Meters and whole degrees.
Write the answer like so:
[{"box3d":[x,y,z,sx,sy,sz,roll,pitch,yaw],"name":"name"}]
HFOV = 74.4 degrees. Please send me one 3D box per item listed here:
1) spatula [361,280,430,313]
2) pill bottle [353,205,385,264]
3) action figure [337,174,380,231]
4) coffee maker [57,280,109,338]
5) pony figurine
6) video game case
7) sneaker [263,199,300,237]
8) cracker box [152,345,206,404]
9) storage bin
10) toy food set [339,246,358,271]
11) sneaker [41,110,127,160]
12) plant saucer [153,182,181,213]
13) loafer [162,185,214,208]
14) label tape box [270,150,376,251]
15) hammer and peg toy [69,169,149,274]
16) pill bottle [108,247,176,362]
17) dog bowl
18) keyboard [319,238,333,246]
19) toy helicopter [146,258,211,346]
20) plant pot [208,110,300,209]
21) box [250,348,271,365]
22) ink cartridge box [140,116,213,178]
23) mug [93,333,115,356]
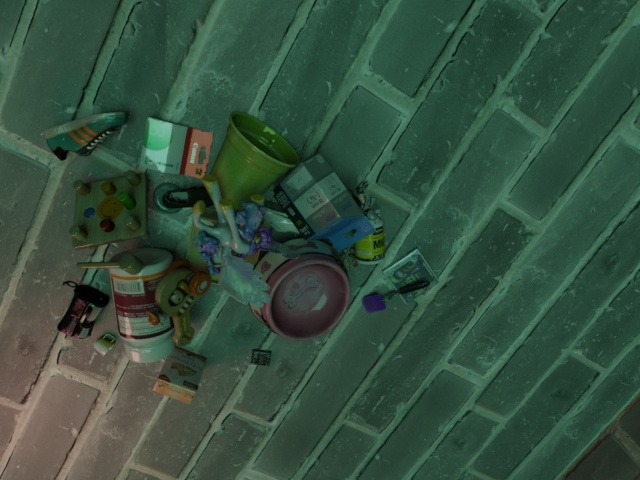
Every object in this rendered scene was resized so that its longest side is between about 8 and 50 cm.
[{"box3d":[0.313,0.226,1.750,0.296,0.030,0.084,-25,108,13],"name":"spatula"},{"box3d":[0.186,-0.023,1.628,0.119,0.119,0.209,-7,110,-2],"name":"pill bottle"},{"box3d":[0.105,-0.147,1.514,0.285,0.099,0.186,35,123,27],"name":"action figure"},{"box3d":[-0.947,0.271,1.653,0.171,0.120,0.178,37,102,8],"name":"coffee maker"},{"box3d":[-0.267,0.005,1.392,0.350,0.303,0.364,21,132,16],"name":"pony figurine"},{"box3d":[0.378,0.150,1.755,0.173,0.022,0.190,-35,108,8],"name":"video game case"},{"box3d":[-0.171,-0.085,1.600,0.234,0.090,0.095,22,116,-10],"name":"sneaker"},{"box3d":[-0.562,0.536,1.701,0.155,0.232,0.067,27,105,-13],"name":"cracker box"},{"box3d":[-0.361,0.033,1.603,0.261,0.123,0.261,12,108,-9],"name":"storage bin"},{"box3d":[0.121,0.066,1.706,0.077,0.019,0.122,-22,109,3],"name":"toy food set"},{"box3d":[-0.787,-0.360,1.444,0.301,0.108,0.121,-14,111,9],"name":"sneaker"},{"box3d":[-0.567,-0.155,1.573,0.119,0.021,0.120,-2,109,-5],"name":"plant saucer"},{"box3d":[-0.463,-0.155,1.531,0.219,0.078,0.080,-13,92,-12],"name":"loafer"},{"box3d":[0.004,-0.105,1.483,0.334,0.106,0.240,54,142,-3],"name":"label tape box"},{"box3d":[-0.724,-0.057,1.438,0.265,0.127,0.362,-10,65,0],"name":"hammer and peg toy"},{"box3d":[-0.659,0.244,1.597,0.223,0.224,0.393,1,109,-5],"name":"pill bottle"},{"box3d":[-0.064,0.202,1.607,0.407,0.150,0.409,-10,115,-21],"name":"dog bowl"},{"box3d":[0.000,0.000,1.672,0.108,0.023,0.180,30,103,-13],"name":"keyboard"},{"box3d":[-0.513,0.259,1.503,0.140,0.235,0.356,24,130,23],"name":"toy helicopter"},{"box3d":[-0.254,-0.255,1.458,0.276,0.276,0.254,34,115,-15],"name":"plant pot"},{"box3d":[-0.258,0.509,1.830,0.083,0.018,0.067,7,108,-7],"name":"box"},{"box3d":[-0.513,-0.323,1.503,0.224,0.056,0.181,14,108,-8],"name":"ink cartridge box"},{"box3d":[-0.893,0.429,1.738,0.064,0.078,0.062,35,136,-6],"name":"mug"}]
